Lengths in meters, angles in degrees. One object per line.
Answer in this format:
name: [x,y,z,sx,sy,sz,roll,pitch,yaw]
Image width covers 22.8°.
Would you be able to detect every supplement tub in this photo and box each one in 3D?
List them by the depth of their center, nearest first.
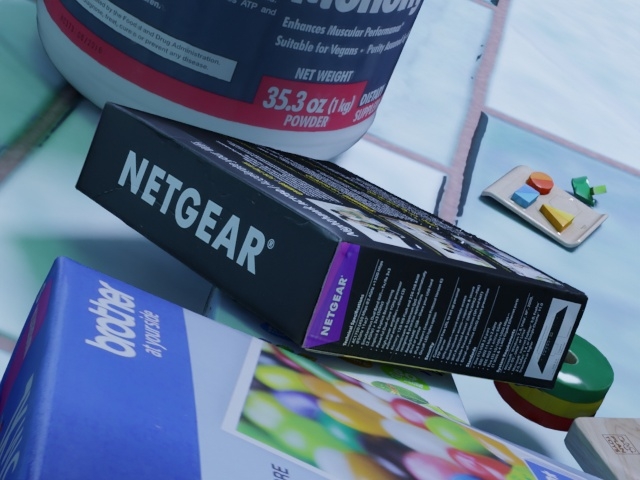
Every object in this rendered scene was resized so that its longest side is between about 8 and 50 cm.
supplement tub: [-0.020,-0.192,0.793,0.191,0.272,0.191,17,29,-10]

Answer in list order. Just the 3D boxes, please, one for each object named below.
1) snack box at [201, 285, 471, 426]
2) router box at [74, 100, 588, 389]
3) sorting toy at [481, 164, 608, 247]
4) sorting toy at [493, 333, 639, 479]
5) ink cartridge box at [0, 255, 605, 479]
snack box: [0.001,0.056,0.591,0.100,0.037,0.141,21,10,-6]
router box: [0.000,0.000,0.647,0.133,0.046,0.179,13,11,-39]
sorting toy: [0.132,-0.026,0.892,0.062,0.012,0.083,31,30,16]
sorting toy: [0.176,0.135,0.611,0.132,0.046,0.274,4,33,-31]
ink cartridge box: [0.015,0.092,0.403,0.311,0.065,0.186,21,13,-11]
